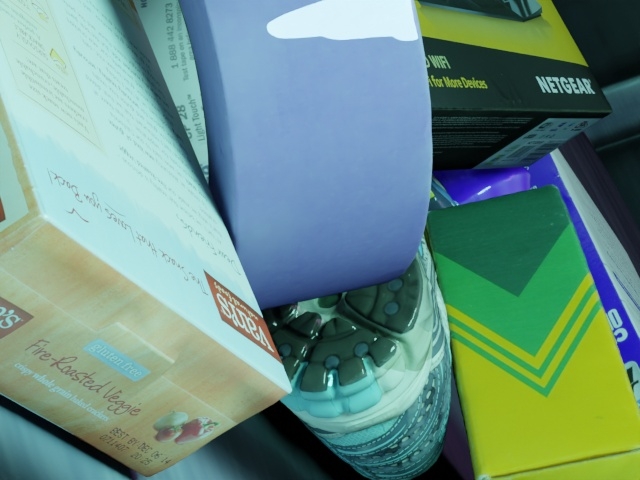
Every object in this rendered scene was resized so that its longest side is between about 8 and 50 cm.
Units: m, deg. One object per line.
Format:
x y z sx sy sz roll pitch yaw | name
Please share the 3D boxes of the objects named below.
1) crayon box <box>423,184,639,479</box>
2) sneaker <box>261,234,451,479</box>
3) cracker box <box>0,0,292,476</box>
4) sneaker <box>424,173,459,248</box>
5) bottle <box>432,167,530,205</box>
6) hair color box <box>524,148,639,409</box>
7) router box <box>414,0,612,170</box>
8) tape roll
0.119 0.133 0.976 0.318 0.081 0.202 -95 173 -63 | crayon box
0.000 0.000 0.972 0.283 0.110 0.122 -99 168 -45 | sneaker
-0.107 -0.048 0.687 0.156 0.067 0.232 42 19 -54 | cracker box
0.081 -0.004 1.365 0.144 0.053 0.059 55 10 -21 | sneaker
0.075 -0.085 1.436 0.283 0.092 0.118 61 1 8 | bottle
0.207 0.084 1.525 0.185 0.110 0.339 51 13 -38 | hair color box
0.042 -0.165 1.267 0.309 0.081 0.243 -7 66 -59 | router box
-0.028 -0.067 0.796 0.189 0.080 0.189 167 -90 -73 | tape roll
